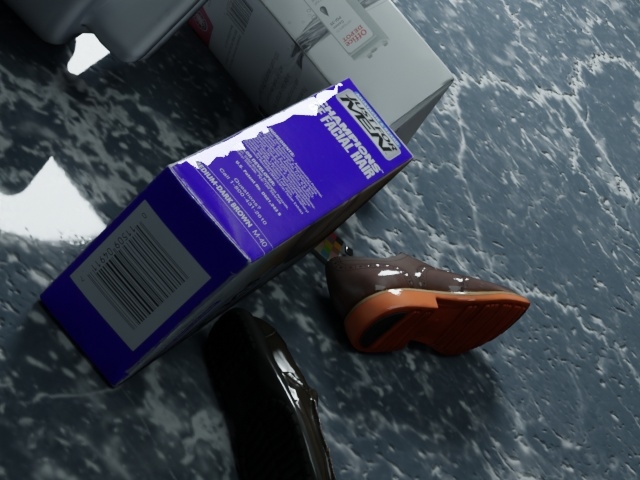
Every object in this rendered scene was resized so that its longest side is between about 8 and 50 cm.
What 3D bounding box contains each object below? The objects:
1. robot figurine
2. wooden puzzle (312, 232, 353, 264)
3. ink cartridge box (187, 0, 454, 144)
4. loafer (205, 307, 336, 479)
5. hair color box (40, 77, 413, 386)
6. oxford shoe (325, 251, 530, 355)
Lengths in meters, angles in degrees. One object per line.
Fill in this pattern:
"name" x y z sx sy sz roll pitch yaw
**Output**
"robot figurine" -0.257 -0.326 1.471 0.353 0.200 0.300 45 3 -5
"wooden puzzle" 0.000 0.000 1.617 0.083 0.006 0.049 41 31 -12
"ink cartridge box" -0.013 -0.204 1.623 0.117 0.207 0.283 -37 84 -18
"loafer" -0.026 0.151 1.337 0.078 0.080 0.220 15 43 -42
"hair color box" -0.070 -0.016 1.372 0.110 0.185 0.339 49 31 2
"oxford shoe" 0.115 0.053 1.621 0.271 0.097 0.098 7 43 -48
